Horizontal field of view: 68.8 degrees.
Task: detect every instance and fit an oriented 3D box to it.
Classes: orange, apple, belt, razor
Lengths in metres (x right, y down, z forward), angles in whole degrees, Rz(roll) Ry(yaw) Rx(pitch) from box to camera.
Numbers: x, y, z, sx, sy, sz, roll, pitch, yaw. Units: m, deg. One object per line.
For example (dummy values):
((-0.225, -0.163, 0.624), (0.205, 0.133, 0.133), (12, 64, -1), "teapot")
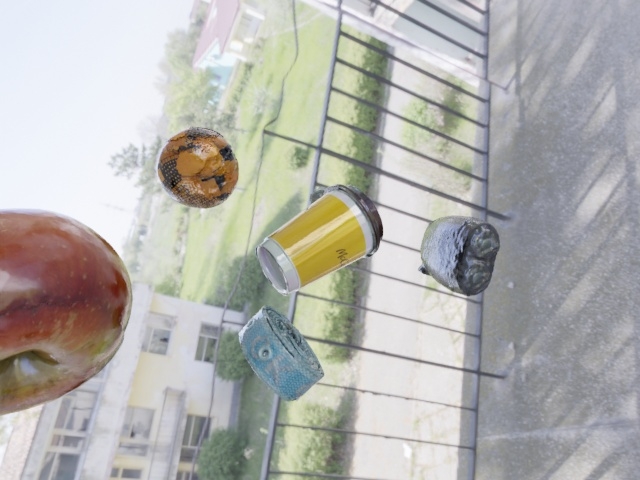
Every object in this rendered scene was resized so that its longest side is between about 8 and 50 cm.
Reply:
((-0.349, -0.205, 1.337), (0.235, 0.234, 0.182), (-64, 27, 25), "orange")
((-0.371, 0.077, 0.554), (0.206, 0.271, 0.252), (56, 163, 27), "apple")
((-0.064, 0.180, 0.770), (0.082, 0.147, 0.163), (-45, 62, 0), "belt")
((0.343, 0.028, 1.217), (0.327, 0.107, 0.190), (-132, 54, -83), "razor")

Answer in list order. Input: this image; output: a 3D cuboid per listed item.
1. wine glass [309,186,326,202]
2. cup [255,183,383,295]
((0.020, -0.109, 1.572), (0.072, 0.072, 0.155), (-62, 38, 29), "wine glass")
((0.000, 0.000, 1.083), (0.196, 0.279, 0.197), (43, 152, 30), "cup")
